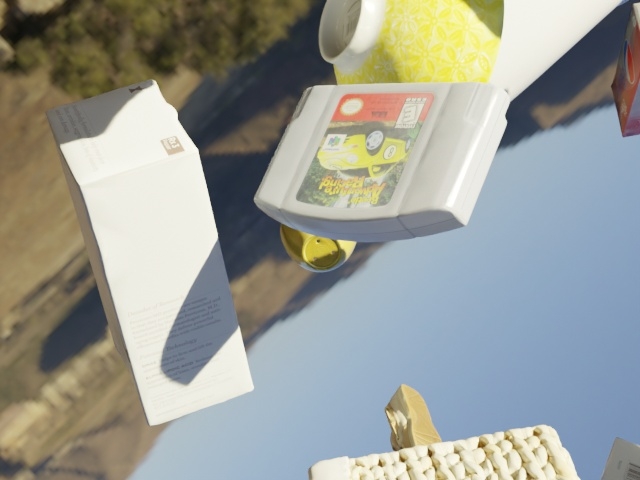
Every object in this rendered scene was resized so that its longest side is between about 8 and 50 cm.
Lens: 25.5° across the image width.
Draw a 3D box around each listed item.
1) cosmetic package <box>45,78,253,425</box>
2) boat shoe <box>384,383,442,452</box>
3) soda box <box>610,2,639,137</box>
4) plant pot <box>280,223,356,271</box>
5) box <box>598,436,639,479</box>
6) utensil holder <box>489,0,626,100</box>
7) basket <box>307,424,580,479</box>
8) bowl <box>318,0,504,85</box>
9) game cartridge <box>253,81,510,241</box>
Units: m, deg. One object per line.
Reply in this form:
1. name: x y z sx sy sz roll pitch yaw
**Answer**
1. cosmetic package: -0.216 0.016 1.812 0.156 0.385 0.217 -20 -147 -11
2. boat shoe: 0.128 0.278 1.996 0.059 0.063 0.170 -47 -152 22
3. soda box: 0.453 -0.229 1.898 0.092 0.083 0.263 -10 161 3
4. plant pot: 0.000 0.000 2.383 0.134 0.134 0.095 -43 -162 14
5. box: 0.455 0.412 2.154 0.130 0.091 0.170 -55 161 -50
6. utensil holder: 0.343 -0.456 2.599 0.385 0.327 0.327 -43 -178 -13
7. basket: 0.148 0.394 1.350 0.266 0.328 0.331 -12 -161 -2
8. bowl: 0.091 -0.267 1.823 0.289 0.156 0.289 -36 -132 54
9. game cartridge: 0.062 -0.091 1.638 0.294 0.060 0.196 3 -116 40
